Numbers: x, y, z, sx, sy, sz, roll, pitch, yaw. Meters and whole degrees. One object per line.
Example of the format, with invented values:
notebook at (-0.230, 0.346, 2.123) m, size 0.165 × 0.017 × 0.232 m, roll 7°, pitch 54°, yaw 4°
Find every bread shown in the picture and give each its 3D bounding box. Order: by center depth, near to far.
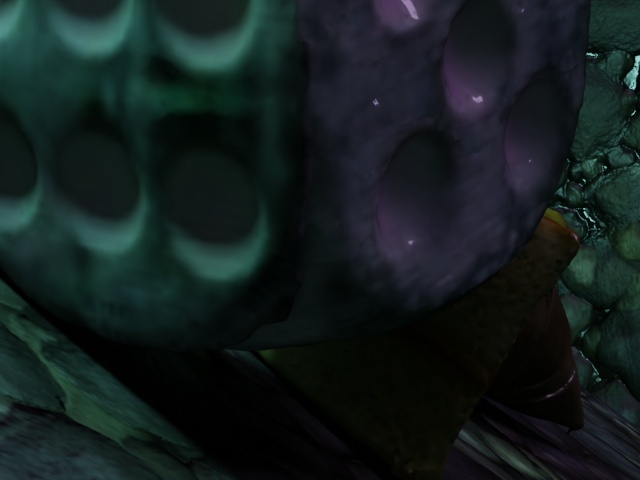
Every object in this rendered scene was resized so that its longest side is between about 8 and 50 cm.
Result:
bread at (0.000, 0.000, 1.217) m, size 0.362 × 0.233 × 0.245 m, roll 31°, pitch 7°, yaw 6°

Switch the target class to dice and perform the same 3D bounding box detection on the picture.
dice at (-0.040, -0.134, 0.977) m, size 0.328 × 0.330 × 0.348 m, roll 13°, pitch 28°, yaw 35°

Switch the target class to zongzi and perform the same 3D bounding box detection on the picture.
zongzi at (0.064, 0.039, 1.815) m, size 0.500 × 0.218 × 0.467 m, roll 25°, pitch -27°, yaw 38°
